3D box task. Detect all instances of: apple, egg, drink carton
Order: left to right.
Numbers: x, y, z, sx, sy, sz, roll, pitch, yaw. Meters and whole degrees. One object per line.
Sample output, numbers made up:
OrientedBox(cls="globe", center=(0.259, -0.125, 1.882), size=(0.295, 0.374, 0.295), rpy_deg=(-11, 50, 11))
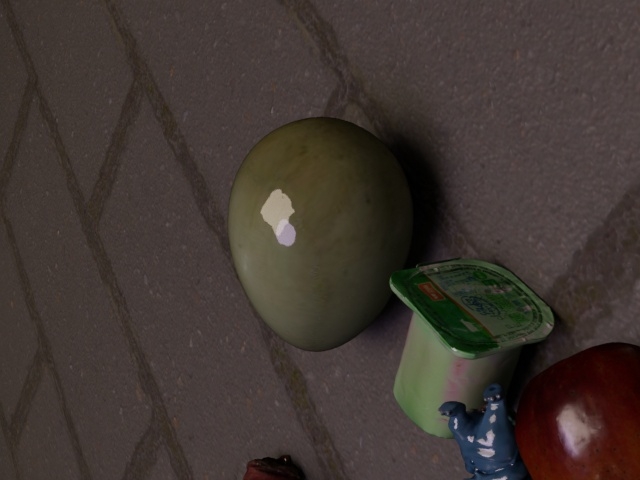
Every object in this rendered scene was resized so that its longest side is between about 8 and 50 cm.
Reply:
OrientedBox(cls="egg", center=(0.000, 0.000, 1.173), size=(0.218, 0.218, 0.296), rpy_deg=(33, 130, 51))
OrientedBox(cls="drink carton", center=(0.148, 0.117, 1.037), size=(0.146, 0.144, 0.142), rpy_deg=(47, 137, 45))
OrientedBox(cls="apple", center=(0.252, 0.178, 0.871), size=(0.156, 0.147, 0.158), rpy_deg=(-28, 67, 30))

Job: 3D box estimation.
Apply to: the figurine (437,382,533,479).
OrientedBox(cls="figurine", center=(0.170, 0.236, 0.962), size=(0.114, 0.144, 0.178), rpy_deg=(-14, 110, 31))

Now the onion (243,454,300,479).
OrientedBox(cls="onion", center=(-0.113, 0.448, 1.315), size=(0.348, 0.347, 0.385), rpy_deg=(-40, 24, 49))
